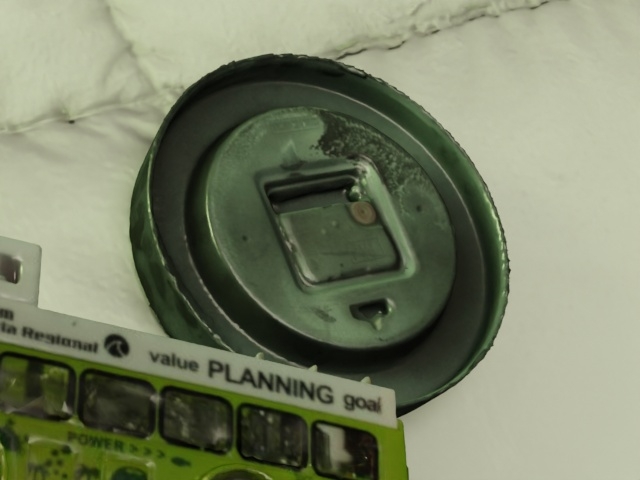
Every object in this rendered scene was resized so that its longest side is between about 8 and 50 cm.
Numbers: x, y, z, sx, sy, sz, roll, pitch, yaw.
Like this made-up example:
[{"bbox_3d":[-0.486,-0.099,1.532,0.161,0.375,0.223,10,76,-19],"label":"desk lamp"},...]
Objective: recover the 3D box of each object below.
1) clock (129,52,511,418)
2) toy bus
[{"bbox_3d":[0.000,0.000,0.996,0.215,0.042,0.215,13,57,-21],"label":"clock"},{"bbox_3d":[-0.108,0.091,0.847,0.301,0.113,0.139,15,56,-23],"label":"toy bus"}]
